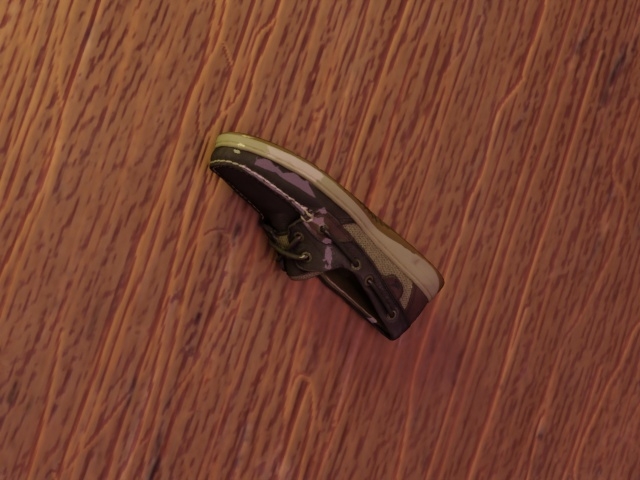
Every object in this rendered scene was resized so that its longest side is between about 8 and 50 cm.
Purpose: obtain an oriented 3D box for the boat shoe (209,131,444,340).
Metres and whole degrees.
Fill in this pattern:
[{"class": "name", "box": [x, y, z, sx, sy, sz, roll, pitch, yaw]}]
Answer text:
[{"class": "boat shoe", "box": [0.000, 0.000, 1.172, 0.223, 0.080, 0.073, 36, 73, -25]}]
